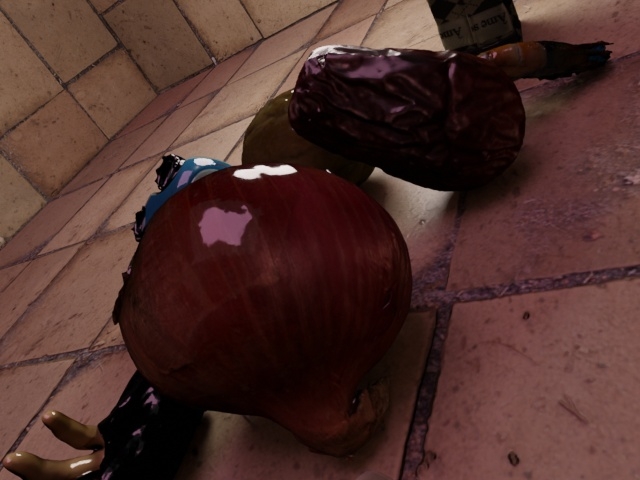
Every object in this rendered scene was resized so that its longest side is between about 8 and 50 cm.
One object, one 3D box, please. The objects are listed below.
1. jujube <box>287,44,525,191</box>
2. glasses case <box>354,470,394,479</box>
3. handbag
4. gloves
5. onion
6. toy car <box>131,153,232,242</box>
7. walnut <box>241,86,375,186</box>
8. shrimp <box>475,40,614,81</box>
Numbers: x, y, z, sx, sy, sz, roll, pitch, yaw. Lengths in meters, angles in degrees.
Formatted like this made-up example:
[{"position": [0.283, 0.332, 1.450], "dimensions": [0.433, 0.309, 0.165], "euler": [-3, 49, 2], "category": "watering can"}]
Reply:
[{"position": [0.123, -0.190, 0.841], "dimensions": [0.342, 0.216, 0.216], "euler": [10, 36, -2], "category": "jujube"}, {"position": [-0.006, 0.333, 0.413], "dimensions": [0.313, 0.070, 0.131], "euler": [-48, 19, -22], "category": "glasses case"}, {"position": [0.299, -0.549, 1.104], "dimensions": [0.180, 0.416, 0.317], "euler": [-9, 34, 32], "category": "handbag"}, {"position": [-0.260, 0.269, 0.703], "dimensions": [0.301, 0.152, 0.197], "euler": [-26, 11, -42], "category": "gloves"}, {"position": [-0.064, 0.060, 0.658], "dimensions": [0.353, 0.354, 0.354], "euler": [-25, 30, 16], "category": "onion"}, {"position": [-0.239, -0.031, 1.080], "dimensions": [0.255, 0.188, 0.190], "euler": [-56, 41, 19], "category": "toy car"}, {"position": [-0.025, -0.165, 1.047], "dimensions": [0.282, 0.227, 0.283], "euler": [-15, 68, 41], "category": "walnut"}, {"position": [0.346, -0.287, 0.969], "dimensions": [0.290, 0.054, 0.222], "euler": [-10, -4, -8], "category": "shrimp"}]
